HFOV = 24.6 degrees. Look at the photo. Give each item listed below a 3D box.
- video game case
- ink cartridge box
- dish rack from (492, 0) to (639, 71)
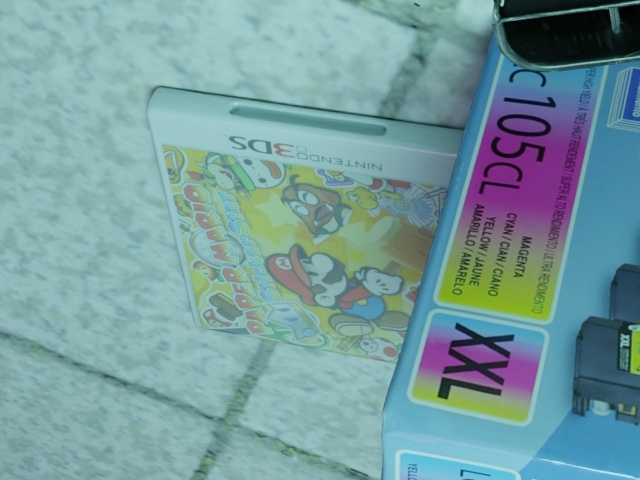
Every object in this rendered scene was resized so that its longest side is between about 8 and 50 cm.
[{"bbox_3d":[0.000,0.000,0.972,0.206,0.026,0.227,9,141,13],"label":"video game case"},{"bbox_3d":[0.250,0.060,0.737,0.395,0.270,0.151,12,145,10],"label":"ink cartridge box"},{"bbox_3d":[0.155,-0.195,0.592,0.208,0.074,0.271,-7,141,13],"label":"dish rack"}]
